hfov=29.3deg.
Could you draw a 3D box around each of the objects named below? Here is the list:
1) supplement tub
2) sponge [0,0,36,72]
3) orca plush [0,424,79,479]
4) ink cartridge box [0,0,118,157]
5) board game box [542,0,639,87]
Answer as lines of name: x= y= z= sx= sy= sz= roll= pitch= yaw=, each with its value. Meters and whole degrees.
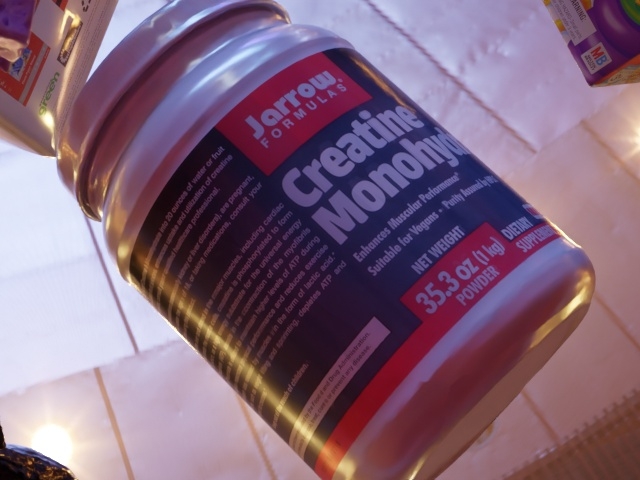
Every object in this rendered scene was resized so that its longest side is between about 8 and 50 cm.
supplement tub: x=0.000 y=0.000 z=0.700 sx=0.191 sy=0.191 sz=0.272 roll=-41 pitch=-106 yaw=-19
sponge: x=-0.170 y=-0.131 z=0.324 sx=0.210 sy=0.031 sz=0.117 roll=16 pitch=-110 yaw=-27
orca plush: x=-0.279 y=0.134 z=0.868 sx=0.287 sy=0.151 sz=0.102 roll=28 pitch=-90 yaw=-15
ink cartridge box: x=-0.219 y=-0.247 z=0.778 sx=0.130 sy=0.272 sz=0.309 roll=17 pitch=-100 yaw=16
board game box: x=0.306 y=-0.246 z=0.903 sx=0.144 sy=0.275 sz=0.142 roll=-14 pitch=-106 yaw=-49
